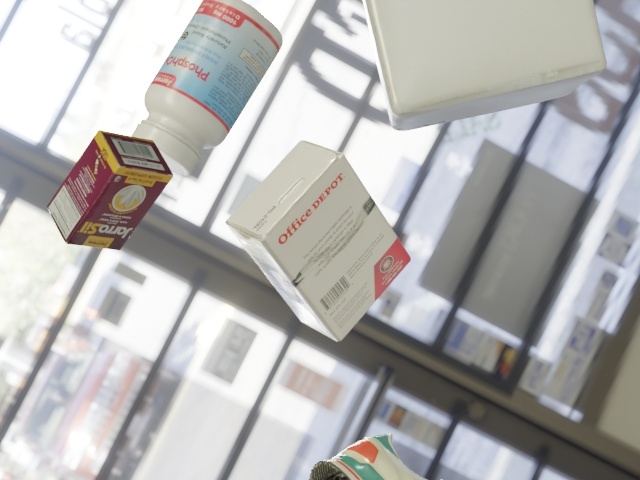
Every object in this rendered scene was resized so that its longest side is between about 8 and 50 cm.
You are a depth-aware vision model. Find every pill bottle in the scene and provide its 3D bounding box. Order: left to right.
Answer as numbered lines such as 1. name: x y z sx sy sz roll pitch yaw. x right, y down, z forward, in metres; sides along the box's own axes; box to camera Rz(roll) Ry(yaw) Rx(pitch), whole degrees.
1. pill bottle: -0.109 -0.144 1.297 0.160 0.087 0.087 -60 7 -12

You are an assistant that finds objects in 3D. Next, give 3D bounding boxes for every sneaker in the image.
1. sneaker: 0.069 0.180 0.831 0.075 0.161 0.057 -28 -23 -42

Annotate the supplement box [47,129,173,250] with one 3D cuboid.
1. supplement box: -0.160 -0.037 1.055 0.083 0.055 0.043 -51 54 27

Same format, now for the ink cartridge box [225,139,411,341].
1. ink cartridge box: 0.000 0.000 1.980 0.172 0.237 0.100 -48 41 -15

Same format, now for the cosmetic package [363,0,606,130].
1. cosmetic package: 0.082 -0.323 1.063 0.230 0.161 0.453 -32 -70 -86
